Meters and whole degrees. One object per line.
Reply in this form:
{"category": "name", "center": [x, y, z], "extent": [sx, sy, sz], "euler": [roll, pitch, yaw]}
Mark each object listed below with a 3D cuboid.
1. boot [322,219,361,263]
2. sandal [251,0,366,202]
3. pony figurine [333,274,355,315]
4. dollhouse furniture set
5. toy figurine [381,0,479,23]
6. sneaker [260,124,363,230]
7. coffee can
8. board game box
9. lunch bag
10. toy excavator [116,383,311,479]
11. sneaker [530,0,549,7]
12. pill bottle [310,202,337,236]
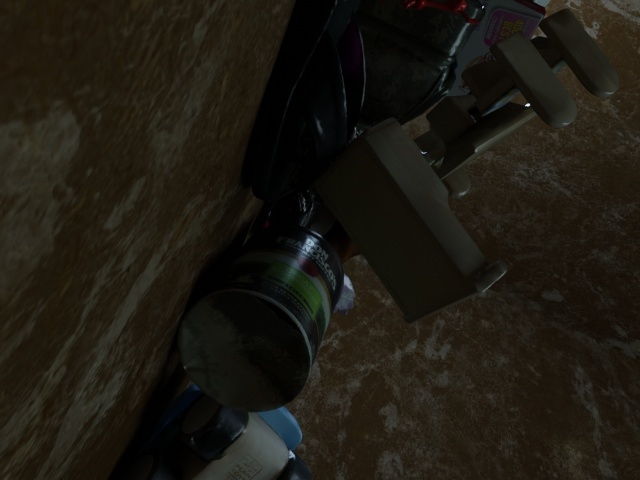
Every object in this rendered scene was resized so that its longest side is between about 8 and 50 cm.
{"category": "boot", "center": [0.000, 0.000, 1.121], "extent": [0.280, 0.096, 0.264], "euler": [-29, 162, 12]}
{"category": "sandal", "center": [0.011, -0.200, 0.719], "extent": [0.167, 0.107, 0.445], "euler": [-63, 178, -47]}
{"category": "pony figurine", "center": [-0.050, 0.151, 1.813], "extent": [0.363, 0.303, 0.351], "euler": [-86, 171, -53]}
{"category": "dollhouse furniture set", "center": [0.232, -0.095, 0.905], "extent": [0.394, 0.256, 0.362], "euler": [-32, 175, -33]}
{"category": "toy figurine", "center": [0.184, -0.485, 0.734], "extent": [0.217, 0.191, 0.362], "euler": [102, 12, -65]}
{"category": "sneaker", "center": [-0.015, -0.117, 1.088], "extent": [0.299, 0.121, 0.112], "euler": [-63, 176, 16]}
{"category": "coffee can", "center": [-0.083, 0.113, 0.952], "extent": [0.275, 0.202, 0.201], "euler": [-61, 177, -65]}
{"category": "board game box", "center": [0.235, -0.407, 1.155], "extent": [0.242, 0.317, 0.064], "euler": [-64, 179, 37]}
{"category": "lunch bag", "center": [0.134, -0.329, 1.007], "extent": [0.256, 0.213, 0.305], "euler": [-62, -179, 26]}
{"category": "toy excavator", "center": [-0.162, 0.304, 1.098], "extent": [0.433, 0.222, 0.445], "euler": [-42, -160, -4]}
{"category": "sneaker", "center": [0.445, -0.605, 1.283], "extent": [0.257, 0.169, 0.447], "euler": [-55, 168, -28]}
{"category": "pill bottle", "center": [0.041, -0.156, 1.308], "extent": [0.318, 0.176, 0.176], "euler": [-63, 178, -32]}
